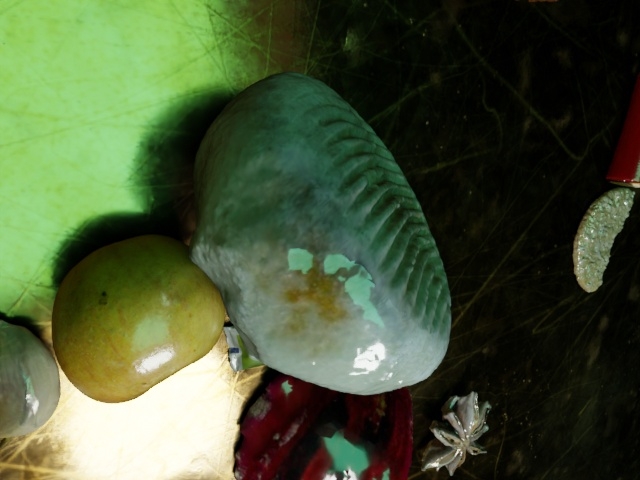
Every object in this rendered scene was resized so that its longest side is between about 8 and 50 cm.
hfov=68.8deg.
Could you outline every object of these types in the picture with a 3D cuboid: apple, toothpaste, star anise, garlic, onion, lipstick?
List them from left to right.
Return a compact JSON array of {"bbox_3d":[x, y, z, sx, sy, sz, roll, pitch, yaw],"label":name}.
[{"bbox_3d":[-0.329,0.155,0.510,0.084,0.066,0.152,9,101,-30],"label":"garlic"},{"bbox_3d":[-0.198,0.081,0.512,0.182,0.182,0.155,-30,87,-20],"label":"apple"},{"bbox_3d":[-0.011,0.136,0.676,0.248,0.047,0.078,-10,110,-7],"label":"toothpaste"},{"bbox_3d":[0.012,0.339,0.718,0.280,0.146,0.314,34,89,-28],"label":"onion"},{"bbox_3d":[0.266,0.392,0.928,0.195,0.065,0.182,-28,120,-26],"label":"star anise"},{"bbox_3d":[0.682,-0.235,0.991,0.080,0.080,0.241,8,99,-32],"label":"lipstick"}]

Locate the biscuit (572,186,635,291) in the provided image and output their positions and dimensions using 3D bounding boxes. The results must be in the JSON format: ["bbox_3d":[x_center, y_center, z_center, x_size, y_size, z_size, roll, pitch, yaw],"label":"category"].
[{"bbox_3d":[0.618,-0.011,1.042,0.133,0.032,0.250,17,95,-31],"label":"biscuit"}]

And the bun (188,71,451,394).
[{"bbox_3d":[0.000,0.000,0.528,0.211,0.362,0.362,-32,124,21],"label":"bun"}]
